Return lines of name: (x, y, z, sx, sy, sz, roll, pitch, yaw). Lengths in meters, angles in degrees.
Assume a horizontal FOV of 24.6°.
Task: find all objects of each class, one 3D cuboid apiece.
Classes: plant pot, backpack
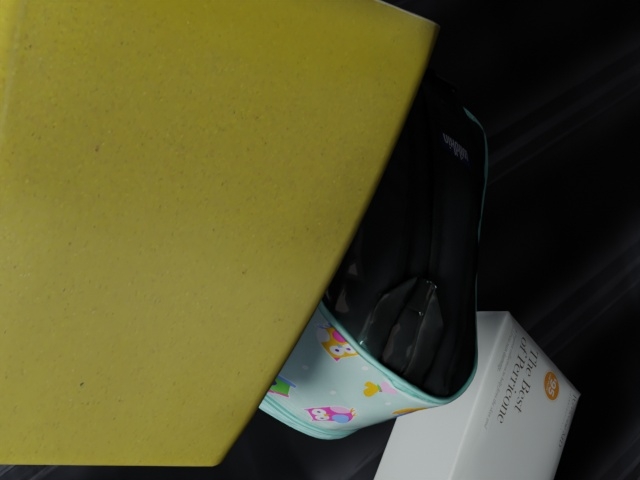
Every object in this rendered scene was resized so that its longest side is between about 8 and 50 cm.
plant pot: (-0.112, -0.021, 0.560, 0.212, 0.212, 0.187, 9, 93, -49)
backpack: (0.000, 0.000, 0.711, 0.166, 0.144, 0.188, 39, 36, -42)

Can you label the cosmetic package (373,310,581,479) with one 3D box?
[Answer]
cosmetic package: (0.078, 0.166, 0.862, 0.099, 0.060, 0.239, 47, 54, -37)
